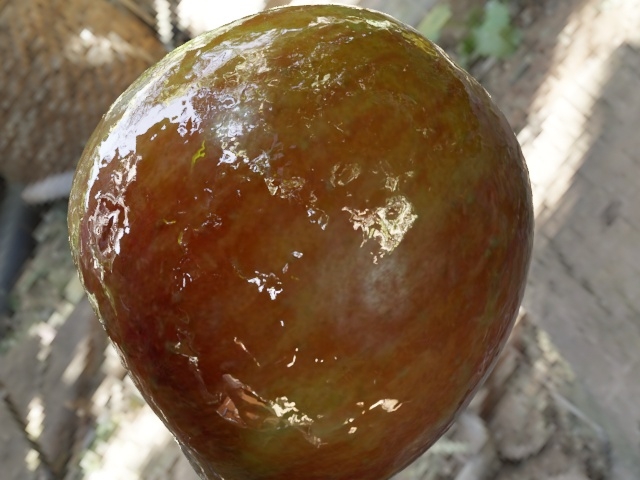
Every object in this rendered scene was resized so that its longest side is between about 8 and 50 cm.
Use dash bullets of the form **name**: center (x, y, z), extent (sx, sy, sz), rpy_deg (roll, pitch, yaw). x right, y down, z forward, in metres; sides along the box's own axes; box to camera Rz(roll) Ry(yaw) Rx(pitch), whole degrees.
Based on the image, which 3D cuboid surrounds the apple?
- **apple**: center (0.000, 0.000, 1.033), extent (0.301, 0.301, 0.301), rpy_deg (-40, 27, 25)
